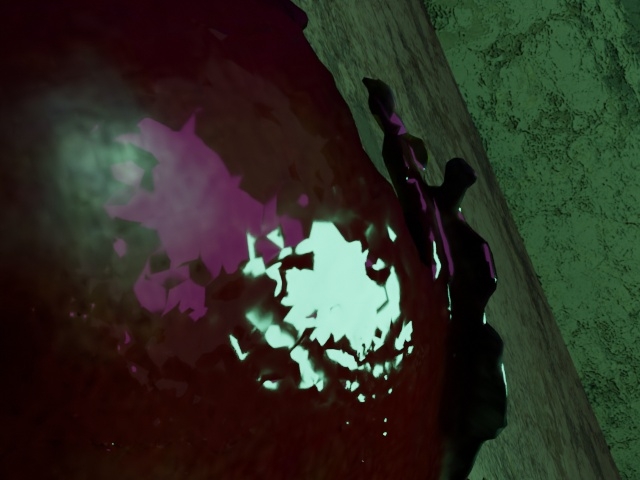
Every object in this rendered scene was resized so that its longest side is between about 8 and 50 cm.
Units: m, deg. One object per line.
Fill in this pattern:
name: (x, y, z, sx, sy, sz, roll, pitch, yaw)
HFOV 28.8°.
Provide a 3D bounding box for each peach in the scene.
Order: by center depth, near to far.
peach: (-0.116, 0.057, 0.571, 0.416, 0.339, 0.353, 43, 73, -41)

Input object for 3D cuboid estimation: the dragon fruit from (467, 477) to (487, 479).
dragon fruit: (0.163, 0.340, 1.424, 0.130, 0.121, 0.142, 29, 62, -17)
